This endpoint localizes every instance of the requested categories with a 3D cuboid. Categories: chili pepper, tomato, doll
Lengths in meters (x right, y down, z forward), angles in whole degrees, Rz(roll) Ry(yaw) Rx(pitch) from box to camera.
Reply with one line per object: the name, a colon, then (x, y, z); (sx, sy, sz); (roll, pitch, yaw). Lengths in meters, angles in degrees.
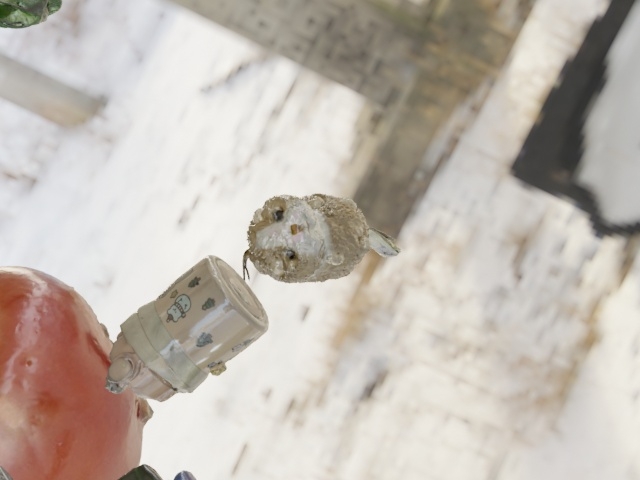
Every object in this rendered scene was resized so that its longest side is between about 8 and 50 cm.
chili pepper: (-0.366, -0.264, 2.151); (0.050, 0.182, 0.073); (-50, 38, 43)
tomato: (-0.351, 0.200, 2.205); (0.321, 0.321, 0.321); (-60, 12, 21)
doll: (-0.002, -0.005, 2.324); (0.221, 0.105, 0.115); (-11, -20, -49)

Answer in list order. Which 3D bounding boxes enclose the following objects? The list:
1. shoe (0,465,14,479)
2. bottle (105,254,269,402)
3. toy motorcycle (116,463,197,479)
shoe: (-0.291, 0.213, 1.527); (0.106, 0.207, 0.091); (-52, 46, 8)
bottle: (-0.129, 0.091, 1.835); (0.152, 0.099, 0.099); (-40, 16, 10)
toy motorcycle: (-0.061, 0.289, 1.221); (0.196, 0.125, 0.331); (-30, 55, 0)
